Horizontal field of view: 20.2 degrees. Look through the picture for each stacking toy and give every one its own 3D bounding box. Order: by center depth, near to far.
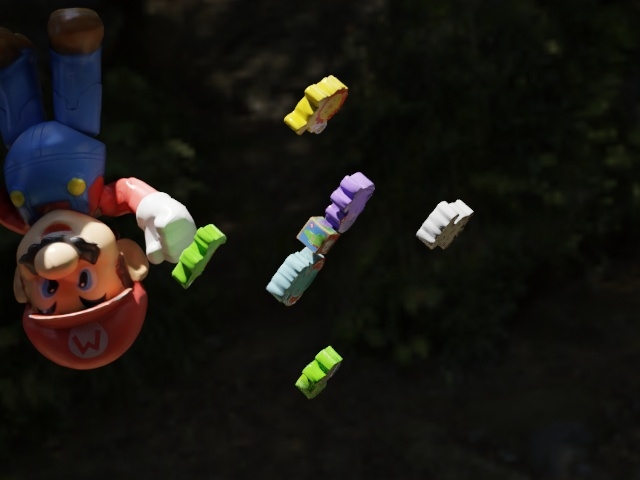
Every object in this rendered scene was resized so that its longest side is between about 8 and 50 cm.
[{"bbox_3d":[0.000,0.000,1.490,0.221,0.167,0.052,-52,-17,16],"label":"stacking toy"}]

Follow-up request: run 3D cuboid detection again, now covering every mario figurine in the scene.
[{"bbox_3d":[-0.232,-0.044,1.593,0.170,0.321,0.198,-5,-11,-45],"label":"mario figurine"}]
